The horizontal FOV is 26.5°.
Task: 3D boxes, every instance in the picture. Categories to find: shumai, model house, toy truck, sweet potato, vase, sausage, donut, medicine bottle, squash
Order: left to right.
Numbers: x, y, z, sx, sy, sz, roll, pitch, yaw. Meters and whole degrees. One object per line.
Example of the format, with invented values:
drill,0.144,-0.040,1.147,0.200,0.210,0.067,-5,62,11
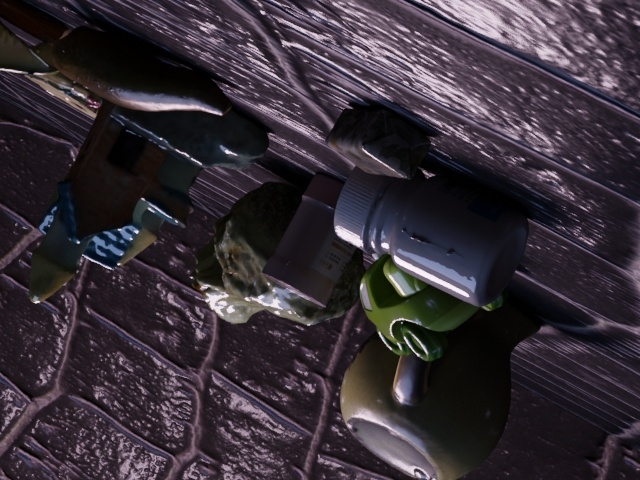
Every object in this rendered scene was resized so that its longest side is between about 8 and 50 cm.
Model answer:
squash,-0.441,-0.300,1.703,0.252,0.169,0.093,7,-179,-10
sausage,-0.372,-0.279,1.717,0.107,0.031,0.031,29,175,0
donut,-0.335,-0.221,1.897,0.174,0.068,0.174,29,177,1
model house,-0.246,-0.043,1.718,0.194,0.325,0.267,32,174,-16
sweet potato,-0.210,-0.188,1.528,0.243,0.077,0.077,22,172,29
shumai,-0.062,0.061,1.958,0.225,0.222,0.261,18,-157,-27
toy truck,0.118,0.040,1.667,0.187,0.148,0.210,24,148,59
medicine bottle,0.108,-0.014,1.321,0.168,0.105,0.105,26,174,22
vase,0.177,0.162,1.935,0.241,0.302,0.329,27,157,22

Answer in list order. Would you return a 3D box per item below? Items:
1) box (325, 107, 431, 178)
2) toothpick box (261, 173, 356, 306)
box,0.051,-0.088,1.225,0.062,0.045,0.098,32,175,-19
toothpick box,0.000,0.000,1.767,0.098,0.149,0.098,29,175,3
